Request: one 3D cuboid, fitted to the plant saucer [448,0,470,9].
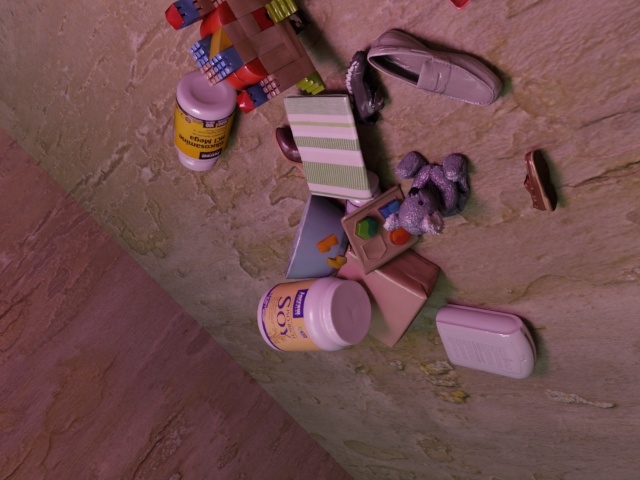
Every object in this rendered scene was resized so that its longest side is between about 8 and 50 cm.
[{"bbox_3d":[0.266,-0.621,1.089,0.259,0.048,0.258,42,147,-7],"label":"plant saucer"}]

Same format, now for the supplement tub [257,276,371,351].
[{"bbox_3d":[-0.021,0.247,1.894,0.331,0.241,0.241,-12,123,43],"label":"supplement tub"}]

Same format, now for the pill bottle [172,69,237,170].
[{"bbox_3d":[-0.388,-0.380,1.883,0.187,0.188,0.334,35,148,4],"label":"pill bottle"}]

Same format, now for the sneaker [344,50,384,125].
[{"bbox_3d":[0.122,-0.388,1.491,0.106,0.078,0.234,24,149,16],"label":"sneaker"}]

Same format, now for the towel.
[{"bbox_3d":[0.025,-0.262,1.632,0.247,0.038,0.325,13,132,40],"label":"towel"}]

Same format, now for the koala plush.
[{"bbox_3d":[0.287,-0.097,1.551,0.196,0.221,0.203,8,137,37],"label":"koala plush"}]

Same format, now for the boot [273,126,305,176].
[{"bbox_3d":[-0.009,-0.287,1.759,0.206,0.090,0.248,-30,105,41],"label":"boot"}]

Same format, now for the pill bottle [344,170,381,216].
[{"bbox_3d":[0.132,-0.122,1.774,0.108,0.108,0.194,26,145,18],"label":"pill bottle"}]

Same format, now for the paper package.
[{"bbox_3d":[0.206,0.160,1.959,0.309,0.168,0.325,32,137,9],"label":"paper package"}]

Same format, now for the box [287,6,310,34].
[{"bbox_3d":[-0.078,-0.549,1.472,0.052,0.083,0.062,48,145,-15],"label":"box"}]

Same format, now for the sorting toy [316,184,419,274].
[{"bbox_3d":[0.150,-0.003,1.728,0.041,0.307,0.229,40,158,57],"label":"sorting toy"}]

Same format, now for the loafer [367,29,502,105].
[{"bbox_3d":[0.259,-0.385,1.325,0.319,0.111,0.112,27,146,17],"label":"loafer"}]

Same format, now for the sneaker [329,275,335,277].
[{"bbox_3d":[0.086,0.221,2.206,0.295,0.147,0.105,5,133,38],"label":"sneaker"}]

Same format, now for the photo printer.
[{"bbox_3d":[0.566,0.342,1.928,0.307,0.107,0.256,6,136,39],"label":"photo printer"}]

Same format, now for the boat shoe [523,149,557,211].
[{"bbox_3d":[0.530,-0.142,1.409,0.060,0.064,0.178,0,134,41],"label":"boat shoe"}]

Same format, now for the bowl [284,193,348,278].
[{"bbox_3d":[0.000,0.000,1.923,0.163,0.312,0.312,16,147,-4],"label":"bowl"}]

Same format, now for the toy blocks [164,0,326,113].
[{"bbox_3d":[-0.188,-0.467,1.363,0.190,0.261,0.382,-12,114,52],"label":"toy blocks"}]
